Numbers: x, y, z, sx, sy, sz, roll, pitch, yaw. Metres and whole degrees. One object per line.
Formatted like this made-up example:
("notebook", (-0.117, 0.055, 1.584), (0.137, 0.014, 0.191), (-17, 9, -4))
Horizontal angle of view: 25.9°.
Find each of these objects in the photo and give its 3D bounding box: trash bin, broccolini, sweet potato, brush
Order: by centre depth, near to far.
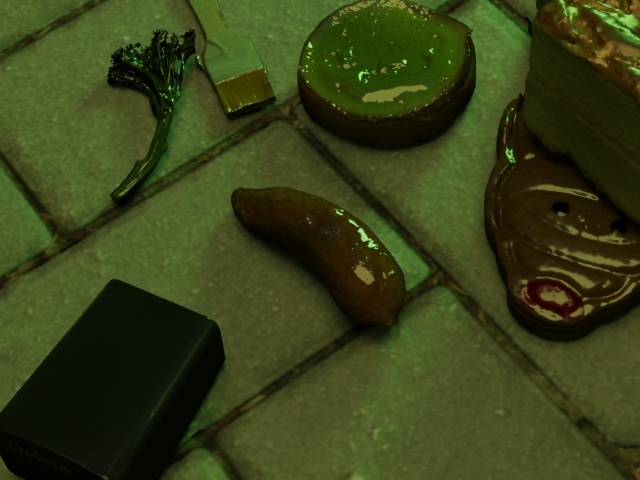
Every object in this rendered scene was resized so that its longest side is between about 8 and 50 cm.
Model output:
("trash bin", (-0.225, 0.171, 1.528), (0.165, 0.115, 0.225), (21, 58, 19))
("sweet potato", (0.000, -0.002, 1.634), (0.097, 0.097, 0.292), (-38, 55, -18))
("broccolini", (-0.247, -0.165, 1.808), (0.123, 0.062, 0.272), (-5, 56, 30))
("brush", (-0.145, -0.294, 1.900), (0.085, 0.020, 0.337), (-20, 54, -5))

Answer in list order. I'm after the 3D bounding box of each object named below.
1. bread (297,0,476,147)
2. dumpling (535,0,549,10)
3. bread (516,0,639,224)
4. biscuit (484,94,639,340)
("bread", (0.087, -0.220, 1.787), (0.236, 0.070, 0.236), (-4, 54, 5))
("dumpling", (0.353, -0.305, 1.778), (0.172, 0.142, 0.247), (42, 37, -6))
("bread", (0.412, -0.184, 1.560), (0.279, 0.207, 0.279), (-30, 55, -18))
("biscuit", (0.348, -0.041, 1.635), (0.358, 0.074, 0.381), (21, 57, 23))
